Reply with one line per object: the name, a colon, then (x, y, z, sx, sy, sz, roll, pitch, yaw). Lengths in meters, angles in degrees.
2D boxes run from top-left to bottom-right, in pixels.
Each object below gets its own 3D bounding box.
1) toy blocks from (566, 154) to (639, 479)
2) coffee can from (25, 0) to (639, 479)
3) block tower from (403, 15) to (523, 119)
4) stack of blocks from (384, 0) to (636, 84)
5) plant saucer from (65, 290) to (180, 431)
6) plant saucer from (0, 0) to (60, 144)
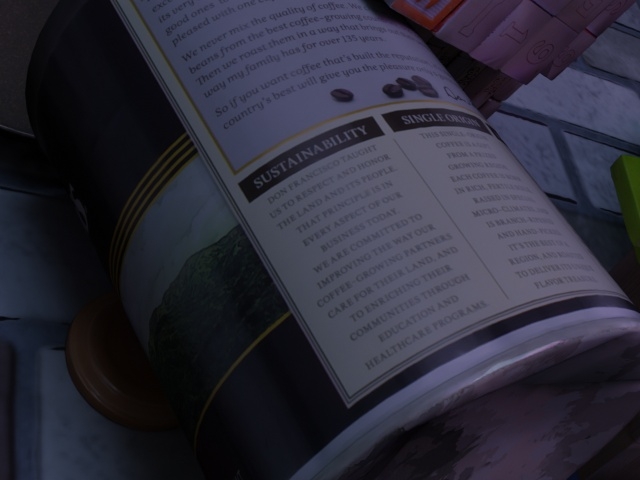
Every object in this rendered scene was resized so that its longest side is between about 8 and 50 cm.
toy blocks: (0.270, 0.110, 0.617, 0.381, 0.261, 0.190, 12, 50, -19)
coffee can: (0.000, 0.000, 0.509, 0.201, 0.201, 0.275, -4, 49, -39)
block tower: (0.017, -0.175, 0.762, 0.335, 0.091, 0.097, 8, 49, -42)
stack of blocks: (0.092, -0.182, 0.617, 0.171, 0.087, 0.297, 55, 22, 23)
plant saucer: (-0.092, 0.060, 0.557, 0.083, 0.013, 0.083, 21, 45, -22)
plant saucer: (-0.178, -0.125, 0.641, 0.199, 0.036, 0.198, 20, 45, -21)
